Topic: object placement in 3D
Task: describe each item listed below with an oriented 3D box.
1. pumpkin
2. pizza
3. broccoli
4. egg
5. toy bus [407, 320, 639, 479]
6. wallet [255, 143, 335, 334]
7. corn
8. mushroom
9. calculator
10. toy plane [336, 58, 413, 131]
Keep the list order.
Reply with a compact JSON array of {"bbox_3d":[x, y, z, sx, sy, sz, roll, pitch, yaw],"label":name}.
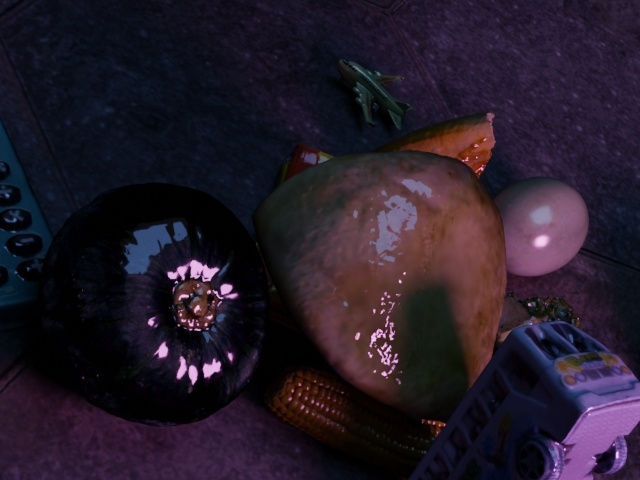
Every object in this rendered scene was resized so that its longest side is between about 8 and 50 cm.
[{"bbox_3d":[-0.153,0.061,1.612,0.233,0.163,0.233,6,79,-35],"label":"pumpkin"},{"bbox_3d":[0.131,-0.083,1.990,0.161,0.182,0.063,42,35,-66],"label":"pizza"},{"bbox_3d":[0.203,0.119,1.866,0.162,0.138,0.146,-4,53,12],"label":"broccoli"},{"bbox_3d":[0.254,-0.018,2.015,0.152,0.114,0.114,-28,74,-40],"label":"egg"},{"bbox_3d":[0.175,0.217,1.614,0.109,0.330,0.136,-3,48,-37],"label":"toy bus"},{"bbox_3d":[0.000,0.000,1.864,0.141,0.067,0.241,27,45,-10],"label":"wallet"},{"bbox_3d":[0.055,0.185,1.738,0.231,0.080,0.080,26,45,-15],"label":"corn"},{"bbox_3d":[0.103,0.050,1.702,0.292,0.212,0.217,41,17,-52],"label":"mushroom"},{"bbox_3d":[-0.382,-0.026,1.631,0.248,0.058,0.274,-10,63,-38],"label":"calculator"},{"bbox_3d":[0.062,-0.179,2.071,0.111,0.040,0.102,35,42,-4],"label":"toy plane"}]
